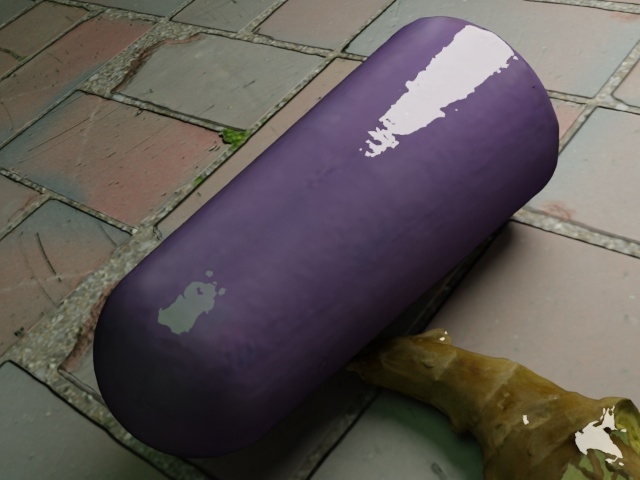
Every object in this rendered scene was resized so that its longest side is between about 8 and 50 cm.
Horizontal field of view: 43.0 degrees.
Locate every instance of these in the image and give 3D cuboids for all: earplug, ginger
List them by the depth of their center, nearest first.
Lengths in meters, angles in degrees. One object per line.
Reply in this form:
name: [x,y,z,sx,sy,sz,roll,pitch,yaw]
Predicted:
ginger: [0.130,0.144,0.640,0.294,0.086,0.131,22,68,48]
earplug: [0.000,0.000,0.714,0.215,0.215,0.456,24,54,39]
